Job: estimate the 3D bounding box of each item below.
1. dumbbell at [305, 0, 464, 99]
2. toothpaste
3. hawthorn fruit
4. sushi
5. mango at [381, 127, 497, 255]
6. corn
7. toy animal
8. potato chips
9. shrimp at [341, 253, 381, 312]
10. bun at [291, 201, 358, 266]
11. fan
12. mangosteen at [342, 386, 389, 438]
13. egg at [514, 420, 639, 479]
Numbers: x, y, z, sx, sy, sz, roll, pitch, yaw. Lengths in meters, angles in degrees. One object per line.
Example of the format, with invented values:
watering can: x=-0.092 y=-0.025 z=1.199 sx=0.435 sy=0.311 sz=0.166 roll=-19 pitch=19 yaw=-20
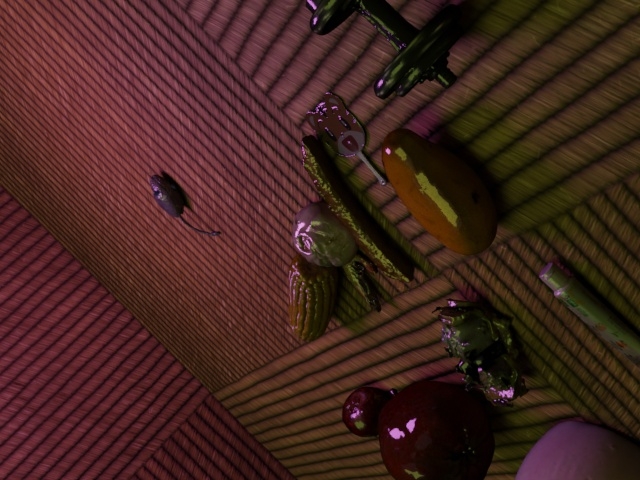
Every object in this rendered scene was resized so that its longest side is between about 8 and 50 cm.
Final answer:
dumbbell: x=0.103 y=-0.345 z=1.407 sx=0.290 sy=0.192 sz=0.192 roll=44 pitch=153 yaw=-2
toothpaste: x=0.539 y=0.159 z=1.684 sx=0.314 sy=0.058 sz=0.056 roll=41 pitch=109 yaw=-4
hawthorn fruit: x=0.276 y=0.505 z=2.261 sx=0.325 sy=0.308 sz=0.308 roll=-12 pitch=120 yaw=46
sushi: x=0.362 y=0.245 z=1.961 sx=0.139 sy=0.131 sz=0.291 roll=-2 pitch=120 yaw=56
mango: x=0.223 y=-0.098 z=1.676 sx=0.295 sy=0.120 sz=0.177 roll=53 pitch=159 yaw=-14
corn: x=-0.024 y=0.147 z=2.334 sx=0.131 sy=0.131 sz=0.344 roll=35 pitch=152 yaw=17
toy animal: x=-0.406 y=-0.088 z=2.592 sx=0.253 sy=0.070 sz=0.079 roll=48 pitch=169 yaw=-14
potato chips: x=0.070 y=-0.065 z=1.991 sx=0.080 sy=0.057 sz=0.407 roll=-21 pitch=112 yaw=46
shrimp: x=0.116 y=0.096 z=2.180 sx=0.178 sy=0.034 sz=0.124 roll=56 pitch=149 yaw=-4
bun: x=0.000 y=0.000 z=2.118 sx=0.183 sy=0.102 sz=0.183 roll=32 pitch=146 yaw=25
fan: x=0.065 y=-0.201 z=1.858 sx=0.226 sy=0.008 sz=0.152 roll=48 pitch=152 yaw=-6
mangosteen: x=0.149 y=0.517 z=2.603 sx=0.156 sy=0.146 sz=0.181 roll=0 pitch=130 yaw=50
egg: x=0.575 y=0.632 z=1.986 sx=0.354 sy=0.340 sz=0.354 roll=32 pitch=152 yaw=20
